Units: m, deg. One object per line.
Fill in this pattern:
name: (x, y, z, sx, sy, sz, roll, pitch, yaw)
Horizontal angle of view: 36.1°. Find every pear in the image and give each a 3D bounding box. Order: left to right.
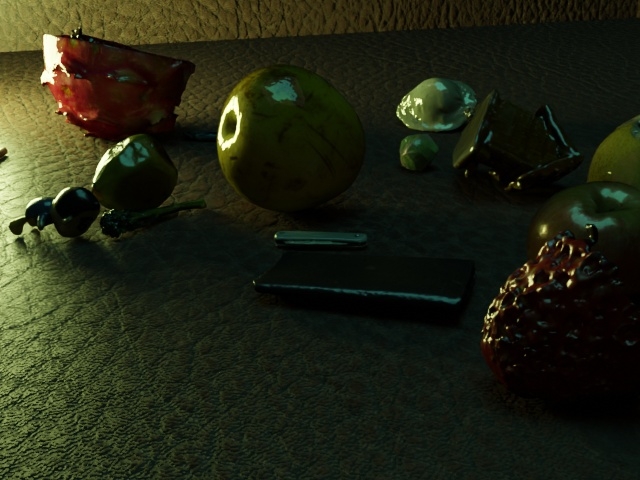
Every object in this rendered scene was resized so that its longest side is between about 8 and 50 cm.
pear: (-0.057, -0.187, 1.838, 0.281, 0.280, 0.280, 0, 21, 0)
pear: (0.588, -0.098, 1.687, 0.271, 0.271, 0.271, 0, 21, 0)

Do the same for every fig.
fig: (-0.352, -0.118, 1.843, 0.154, 0.144, 0.165, 27, 51, 21)

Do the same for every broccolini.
broccolini: (-0.303, -0.046, 1.804, 0.054, 0.051, 0.239, 42, 34, 25)

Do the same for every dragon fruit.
dragon fruit: (-0.489, -0.364, 2.349, 0.386, 0.248, 0.371, 16, 10, 27)

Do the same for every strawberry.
strawberry: (0.290, 0.115, 1.199, 0.178, 0.233, 0.234, -28, 26, -7)

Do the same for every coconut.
coconut: (0.208, -0.191, 2.116, 0.083, 0.081, 0.082, -40, 6, 26)

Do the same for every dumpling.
dumpling: (0.291, -0.327, 2.450, 0.111, 0.181, 0.155, 27, 35, -40)

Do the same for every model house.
model house: (0.399, -0.178, 1.992, 0.229, 0.199, 0.219, 27, 66, 2)

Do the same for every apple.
apple: (0.420, 0.007, 1.495, 0.210, 0.164, 0.209, 0, 33, 0)

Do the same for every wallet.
wallet: (0.071, 0.064, 1.510, 0.321, 0.044, 0.170, 3, 20, 16)

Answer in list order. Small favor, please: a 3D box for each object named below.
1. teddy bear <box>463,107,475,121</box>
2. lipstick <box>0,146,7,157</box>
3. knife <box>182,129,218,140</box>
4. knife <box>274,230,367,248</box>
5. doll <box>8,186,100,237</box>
teddy bear: (0.429, -0.279, 2.359, 0.160, 0.077, 0.119, 4, -8, -40)
lipstick: (-0.724, -0.187, 2.188, 0.019, 0.019, 0.094, 2, 21, 5)
knife: (-0.191, -0.247, 2.332, 0.297, 0.026, 0.044, 3, 10, 10)
knife: (0.000, 0.000, 1.697, 0.162, 0.023, 0.044, 2, 19, 5)
doll: (-0.461, -0.043, 1.741, 0.179, 0.088, 0.102, -16, 13, 27)
